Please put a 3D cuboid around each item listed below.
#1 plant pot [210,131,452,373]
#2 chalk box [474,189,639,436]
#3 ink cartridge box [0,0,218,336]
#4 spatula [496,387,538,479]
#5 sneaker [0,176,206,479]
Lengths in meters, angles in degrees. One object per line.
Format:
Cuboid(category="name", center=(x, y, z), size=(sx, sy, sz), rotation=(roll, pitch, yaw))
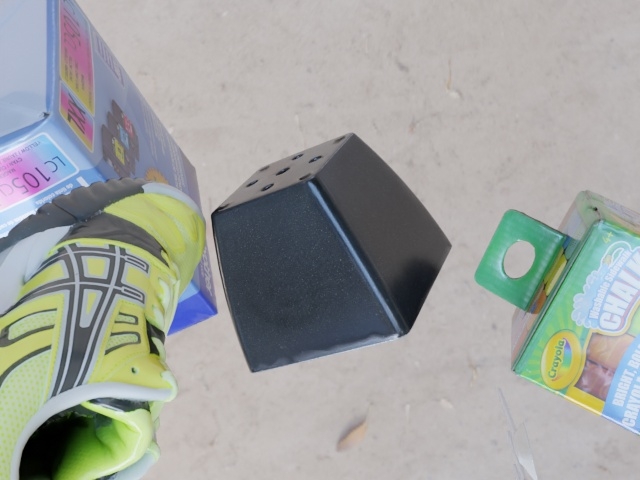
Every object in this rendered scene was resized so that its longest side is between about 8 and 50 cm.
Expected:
Cuboid(category="plant pot", center=(0.000, 0.000, 0.877), size=(0.187, 0.188, 0.167), rotation=(-17, 108, 30))
Cuboid(category="chalk box", center=(0.305, 0.069, 0.881), size=(0.289, 0.179, 0.180), rotation=(25, 107, 5))
Cuboid(category="ink cartridge box", center=(-0.250, -0.056, 0.976), size=(0.151, 0.270, 0.395), rotation=(-22, 137, 7))
Cuboid(category="spatula", center=(0.259, 0.290, 1.099), size=(0.019, 0.242, 0.168), rotation=(-13, 102, 7))
Cuboid(category="sneaker", center=(-0.145, 0.078, 0.505), size=(0.147, 0.384, 0.145), rotation=(20, 118, 9))
